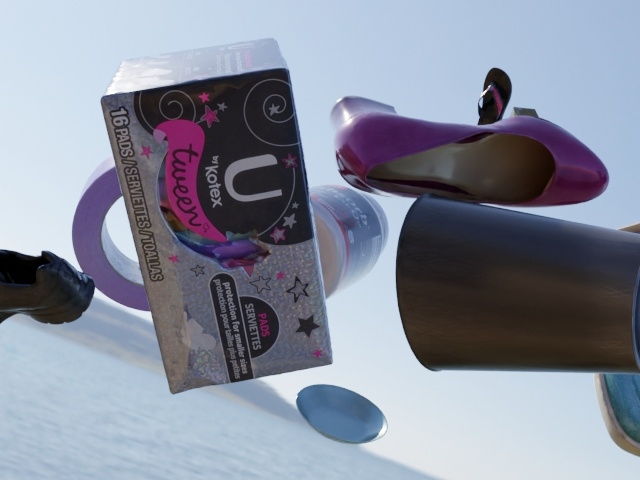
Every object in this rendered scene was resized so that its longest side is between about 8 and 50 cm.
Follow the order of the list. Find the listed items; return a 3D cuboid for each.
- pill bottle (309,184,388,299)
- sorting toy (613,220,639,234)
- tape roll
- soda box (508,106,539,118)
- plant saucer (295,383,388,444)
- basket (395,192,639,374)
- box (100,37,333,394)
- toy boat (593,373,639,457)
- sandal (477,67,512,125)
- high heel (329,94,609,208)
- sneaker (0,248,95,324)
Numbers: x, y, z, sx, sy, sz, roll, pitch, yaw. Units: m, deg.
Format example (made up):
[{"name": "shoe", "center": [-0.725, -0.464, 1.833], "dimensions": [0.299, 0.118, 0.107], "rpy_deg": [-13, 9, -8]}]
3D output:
[{"name": "pill bottle", "center": [0.000, 0.000, 1.722], "dimensions": [0.210, 0.210, 0.363], "rpy_deg": [17, 13, 17]}, {"name": "sorting toy", "center": [0.669, 0.080, 1.670], "dimensions": [0.257, 0.255, 0.089], "rpy_deg": [-20, 3, 32]}, {"name": "tape roll", "center": [-0.269, -0.021, 1.499], "dimensions": [0.275, 0.274, 0.090], "rpy_deg": [24, 18, -18]}, {"name": "soda box", "center": [0.507, -0.244, 2.167], "dimensions": [0.061, 0.181, 0.058], "rpy_deg": [3, -45, -13]}, {"name": "plant saucer", "center": [0.038, 0.358, 1.806], "dimensions": [0.195, 0.037, 0.195], "rpy_deg": [16, 20, -6]}, {"name": "basket", "center": [0.213, 0.054, 0.887], "dimensions": [0.227, 0.154, 0.204], "rpy_deg": [5, -54, 35]}, {"name": "box", "center": [-0.077, -0.026, 0.741], "dimensions": [0.142, 0.247, 0.163], "rpy_deg": [-11, 22, -3]}, {"name": "toy boat", "center": [0.631, 0.258, 1.551], "dimensions": [0.318, 0.267, 0.148], "rpy_deg": [12, -43, -11]}, {"name": "sandal", "center": [0.362, -0.282, 1.910], "dimensions": [0.067, 0.179, 0.040], "rpy_deg": [11, -2, 41]}, {"name": "high heel", "center": [0.191, -0.072, 1.056], "dimensions": [0.377, 0.127, 0.181], "rpy_deg": [8, 29, -13]}, {"name": "sneaker", "center": [-0.483, 0.066, 1.320], "dimensions": [0.286, 0.109, 0.130], "rpy_deg": [-13, -37, 9]}]
